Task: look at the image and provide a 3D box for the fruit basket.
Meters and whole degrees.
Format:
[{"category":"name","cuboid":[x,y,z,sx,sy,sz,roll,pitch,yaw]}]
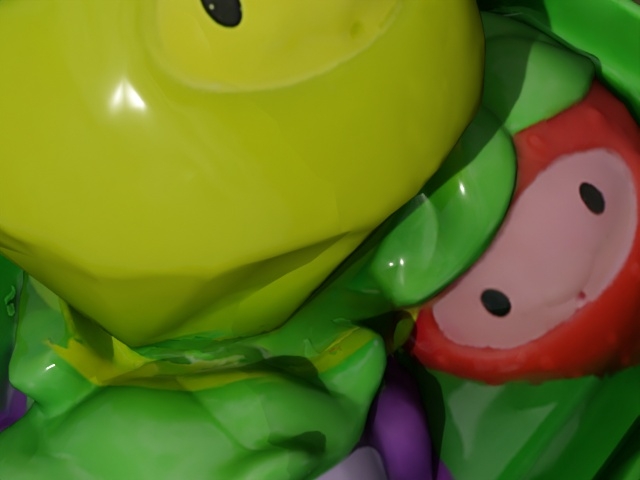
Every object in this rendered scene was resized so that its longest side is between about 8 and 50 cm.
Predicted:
[{"category":"fruit basket","cuboid":[0.000,0.000,0.418,0.283,0.392,0.392,35,158,19]}]
